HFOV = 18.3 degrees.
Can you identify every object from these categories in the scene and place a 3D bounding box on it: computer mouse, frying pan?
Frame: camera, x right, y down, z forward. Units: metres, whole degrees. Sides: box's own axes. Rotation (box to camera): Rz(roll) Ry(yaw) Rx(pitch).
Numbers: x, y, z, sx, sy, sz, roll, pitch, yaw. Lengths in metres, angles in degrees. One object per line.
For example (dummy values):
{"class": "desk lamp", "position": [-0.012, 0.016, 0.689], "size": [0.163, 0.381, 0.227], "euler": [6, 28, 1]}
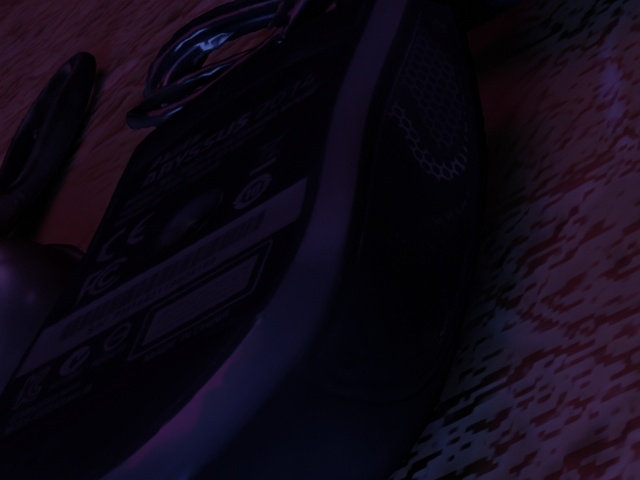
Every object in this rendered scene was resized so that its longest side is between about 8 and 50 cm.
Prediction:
{"class": "computer mouse", "position": [0.000, 0.000, 0.528], "size": [0.188, 0.072, 0.272], "euler": [-26, 26, 35]}
{"class": "frying pan", "position": [-0.126, 0.022, 0.723], "size": [0.197, 0.053, 0.326], "euler": [-11, 44, 50]}

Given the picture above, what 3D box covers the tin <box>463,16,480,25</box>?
{"class": "tin", "position": [0.079, -0.130, 0.643], "size": [0.189, 0.040, 0.106], "euler": [-29, 25, 32]}
